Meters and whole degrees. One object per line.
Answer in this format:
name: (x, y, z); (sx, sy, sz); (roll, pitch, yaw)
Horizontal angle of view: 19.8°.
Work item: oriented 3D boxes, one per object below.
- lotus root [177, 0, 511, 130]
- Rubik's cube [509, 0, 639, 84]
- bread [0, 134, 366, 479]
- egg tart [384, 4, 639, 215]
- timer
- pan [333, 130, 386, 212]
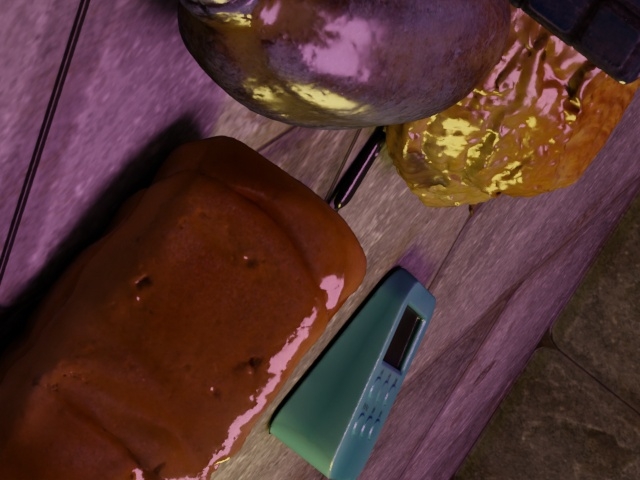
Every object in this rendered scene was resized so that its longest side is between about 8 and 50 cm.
lotus root: (0.001, -0.131, 1.103); (0.322, 0.158, 0.140); (-11, 120, -60)
Rubik's cube: (0.218, -0.283, 1.226); (0.238, 0.237, 0.237); (-35, 160, -49)
bread: (-0.113, 0.073, 1.260); (0.294, 0.167, 0.132); (-51, -170, -7)
egg tart: (0.198, -0.155, 1.681); (0.351, 0.153, 0.339); (-56, 162, 18)
timer: (0.061, 0.160, 2.180); (0.250, 0.091, 0.232); (-55, 165, 0)
pan: (0.000, 0.000, 1.694); (0.235, 0.028, 0.136); (-55, 166, 16)
